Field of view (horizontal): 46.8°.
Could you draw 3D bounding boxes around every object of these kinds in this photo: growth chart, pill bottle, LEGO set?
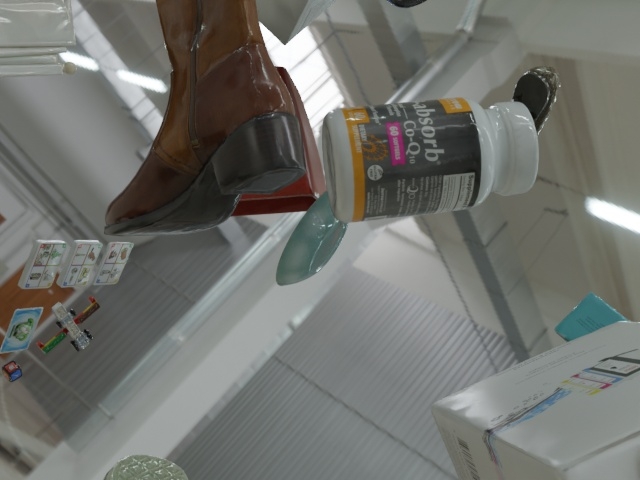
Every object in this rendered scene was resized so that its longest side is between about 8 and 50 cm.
[{"bbox_3d":[-0.384,-0.305,0.909,0.021,0.171,0.237,-27,-114,60],"label":"growth chart"},{"bbox_3d":[0.148,-0.117,1.037,0.162,0.278,0.162,173,-90,-84],"label":"pill bottle"},{"bbox_3d":[-0.407,0.099,1.132,0.060,0.244,0.182,33,16,27],"label":"LEGO set"}]

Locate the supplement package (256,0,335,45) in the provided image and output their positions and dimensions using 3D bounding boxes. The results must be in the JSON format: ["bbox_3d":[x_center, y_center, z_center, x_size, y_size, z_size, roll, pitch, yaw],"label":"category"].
[{"bbox_3d":[-0.016,-0.483,1.121,0.199,0.263,0.198,44,-23,-2],"label":"supplement package"}]

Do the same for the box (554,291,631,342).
[{"bbox_3d":[0.362,0.143,0.873,0.100,0.060,0.244,46,8,36],"label":"box"}]

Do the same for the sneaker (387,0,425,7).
[{"bbox_3d":[0.090,-0.217,0.476,0.232,0.081,0.091,114,-38,-64],"label":"sneaker"}]

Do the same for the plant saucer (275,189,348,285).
[{"bbox_3d":[0.000,0.000,1.190,0.037,0.195,0.195,32,-20,15],"label":"plant saucer"}]

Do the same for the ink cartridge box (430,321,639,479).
[{"bbox_3d":[0.197,0.157,0.437,0.232,0.168,0.171,142,-73,-83],"label":"ink cartridge box"}]

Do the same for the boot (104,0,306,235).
[{"bbox_3d":[-0.145,-0.157,0.718,0.264,0.096,0.281,-25,-106,44],"label":"boot"}]

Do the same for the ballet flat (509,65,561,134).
[{"bbox_3d":[0.305,-0.176,1.140,0.084,0.058,0.250,45,-28,18],"label":"ballet flat"}]

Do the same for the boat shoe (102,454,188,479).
[{"bbox_3d":[-0.245,0.479,0.942,0.186,0.156,0.500,18,15,-16],"label":"boat shoe"}]

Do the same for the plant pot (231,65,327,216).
[{"bbox_3d":[-0.134,-0.174,1.347,0.267,0.267,0.236,25,60,-83],"label":"plant pot"}]
